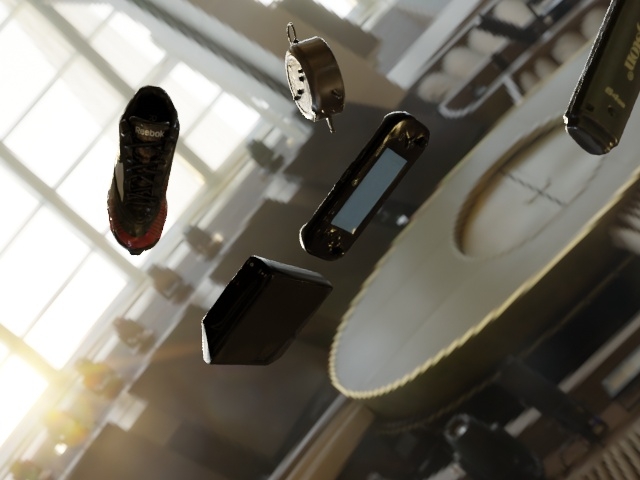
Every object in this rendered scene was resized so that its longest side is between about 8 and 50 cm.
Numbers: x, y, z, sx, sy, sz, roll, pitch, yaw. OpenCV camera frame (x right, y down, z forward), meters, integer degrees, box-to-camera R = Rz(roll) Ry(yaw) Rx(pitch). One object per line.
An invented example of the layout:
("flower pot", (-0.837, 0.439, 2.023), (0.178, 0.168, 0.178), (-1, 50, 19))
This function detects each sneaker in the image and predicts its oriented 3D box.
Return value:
("sneaker", (-0.273, -0.118, 1.702), (0.135, 0.097, 0.276), (123, -26, -69))

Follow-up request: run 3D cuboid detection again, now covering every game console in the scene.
("game console", (0.000, 0.000, 1.297), (0.361, 0.044, 0.213), (-53, 161, 7))

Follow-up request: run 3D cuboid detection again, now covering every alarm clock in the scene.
("alarm clock", (-0.020, -0.275, 1.794), (0.064, 0.192, 0.129), (-17, 156, -14))

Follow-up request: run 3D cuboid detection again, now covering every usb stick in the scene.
("usb stick", (0.328, -0.222, 1.158), (0.045, 0.077, 0.278), (9, -112, 49))
